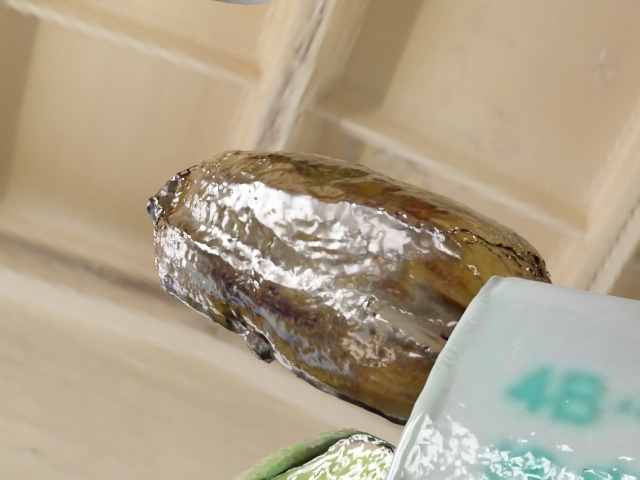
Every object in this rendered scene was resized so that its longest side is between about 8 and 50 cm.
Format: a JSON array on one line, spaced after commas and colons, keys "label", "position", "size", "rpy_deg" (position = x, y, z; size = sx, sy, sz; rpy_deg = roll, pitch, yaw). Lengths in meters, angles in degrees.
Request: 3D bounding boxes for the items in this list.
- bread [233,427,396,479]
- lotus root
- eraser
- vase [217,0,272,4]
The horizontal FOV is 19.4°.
[{"label": "bread", "position": [-0.035, 0.187, 0.909], "size": [0.033, 0.228, 0.228], "rpy_deg": [31, -36, 29]}, {"label": "lotus root", "position": [-0.001, -0.001, 1.223], "size": [0.329, 0.167, 0.078], "rpy_deg": [22, -30, 40]}, {"label": "eraser", "position": [0.177, 0.124, 0.774], "size": [0.290, 0.189, 0.104], "rpy_deg": [10, -38, 23]}, {"label": "vase", "position": [0.004, -0.284, 0.716], "size": [0.250, 0.250, 0.445], "rpy_deg": [28, -35, -6]}]
